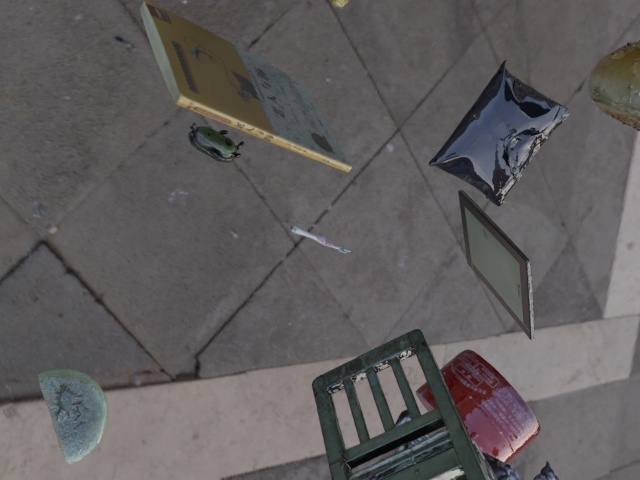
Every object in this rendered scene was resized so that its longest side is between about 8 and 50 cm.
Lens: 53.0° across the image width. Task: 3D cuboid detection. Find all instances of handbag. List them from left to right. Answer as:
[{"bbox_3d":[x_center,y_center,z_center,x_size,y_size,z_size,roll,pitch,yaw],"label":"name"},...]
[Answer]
[{"bbox_3d":[-0.211,-0.192,1.267,0.111,0.047,0.072,26,51,-24],"label":"handbag"},{"bbox_3d":[0.378,-0.213,1.341,0.211,0.089,0.254,28,107,-25],"label":"handbag"}]

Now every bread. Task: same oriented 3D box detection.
[{"bbox_3d":[-0.487,0.341,1.294,0.112,0.036,0.193,-20,86,-8],"label":"bread"},{"bbox_3d":[0.621,-0.251,1.120,0.305,0.305,0.159,16,113,-37],"label":"bread"}]

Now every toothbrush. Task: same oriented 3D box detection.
[{"bbox_3d":[0.000,0.000,1.449,0.204,0.022,0.017,23,71,-46],"label":"toothbrush"}]

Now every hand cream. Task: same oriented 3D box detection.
[{"bbox_3d":[0.268,0.294,1.100,0.125,0.193,0.193,-38,122,-5],"label":"hand cream"}]

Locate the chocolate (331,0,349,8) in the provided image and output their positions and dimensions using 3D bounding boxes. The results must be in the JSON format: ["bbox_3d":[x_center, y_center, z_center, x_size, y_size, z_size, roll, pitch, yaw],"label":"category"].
[{"bbox_3d":[0.100,-0.738,1.751,0.085,0.086,0.219,15,121,-37],"label":"chocolate"}]

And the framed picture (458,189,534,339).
[{"bbox_3d":[0.446,0.055,1.640,0.016,0.347,0.265,-20,126,-5],"label":"framed picture"}]

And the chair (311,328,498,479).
[{"bbox_3d":[0.096,0.238,0.587,0.136,0.270,0.147,-28,121,7],"label":"chair"}]

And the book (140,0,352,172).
[{"bbox_3d":[-0.123,-0.263,1.136,0.388,0.269,0.032,15,128,-45],"label":"book"}]

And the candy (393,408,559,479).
[{"bbox_3d":[0.197,0.287,0.815,0.051,0.226,0.094,85,30,-61],"label":"candy"}]
